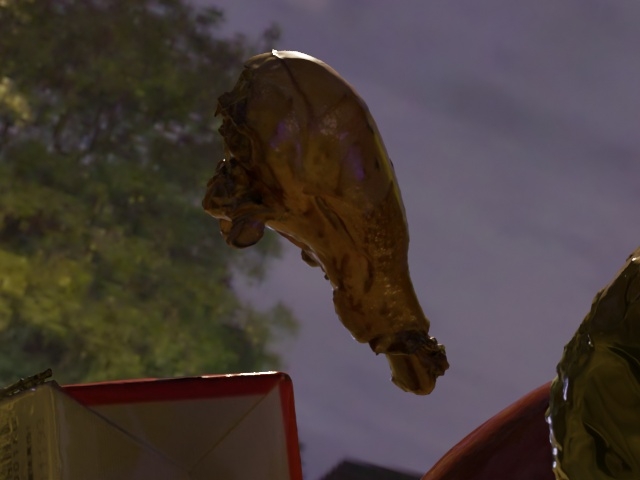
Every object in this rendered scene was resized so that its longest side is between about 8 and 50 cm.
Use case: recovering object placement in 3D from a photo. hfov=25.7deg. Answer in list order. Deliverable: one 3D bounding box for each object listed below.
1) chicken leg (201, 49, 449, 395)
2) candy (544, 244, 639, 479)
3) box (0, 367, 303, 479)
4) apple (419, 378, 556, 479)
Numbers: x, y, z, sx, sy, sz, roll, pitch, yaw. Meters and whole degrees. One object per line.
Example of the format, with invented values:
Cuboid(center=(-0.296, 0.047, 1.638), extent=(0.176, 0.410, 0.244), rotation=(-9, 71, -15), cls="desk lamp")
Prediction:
Cuboid(center=(0.003, -0.001, 0.759), extent=(0.207, 0.101, 0.085), rotation=(63, -4, -18), cls="chicken leg")
Cuboid(center=(0.202, 0.089, 0.482), extent=(0.260, 0.118, 0.259), rotation=(27, -48, 34), cls="candy")
Cuboid(center=(-0.080, 0.154, 0.657), extent=(0.133, 0.182, 0.099), rotation=(1, -15, -36), cls="box")
Cuboid(center=(0.228, 0.295, 1.168), extent=(0.329, 0.365, 0.295), rotation=(33, -2, -20), cls="apple")
